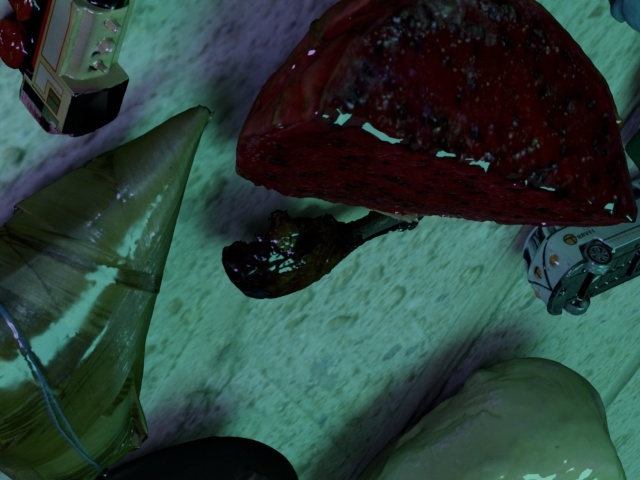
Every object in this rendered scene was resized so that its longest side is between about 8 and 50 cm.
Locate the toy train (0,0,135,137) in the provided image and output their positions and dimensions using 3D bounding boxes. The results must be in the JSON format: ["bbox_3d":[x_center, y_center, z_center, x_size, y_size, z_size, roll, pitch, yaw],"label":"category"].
[{"bbox_3d":[-0.142,-0.129,0.972,0.050,0.087,0.138,-20,147,-38],"label":"toy train"}]

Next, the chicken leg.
[{"bbox_3d":[0.000,0.000,1.338,0.106,0.051,0.253,-35,171,33],"label":"chicken leg"}]

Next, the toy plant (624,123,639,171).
[{"bbox_3d":[0.398,-0.135,1.570,0.243,0.112,0.232,-26,154,-12],"label":"toy plant"}]

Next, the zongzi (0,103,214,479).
[{"bbox_3d":[-0.147,0.049,1.191,0.274,0.125,0.251,-42,151,-7],"label":"zongzi"}]

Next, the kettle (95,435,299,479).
[{"bbox_3d":[-0.128,0.286,1.473,0.271,0.207,0.250,-37,146,-22],"label":"kettle"}]

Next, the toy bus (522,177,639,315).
[{"bbox_3d":[0.280,0.001,1.649,0.194,0.089,0.087,-21,148,-30],"label":"toy bus"}]

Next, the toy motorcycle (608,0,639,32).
[{"bbox_3d":[0.287,-0.198,1.266,0.296,0.198,0.109,-4,131,-49],"label":"toy motorcycle"}]

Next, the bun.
[{"bbox_3d":[0.167,0.277,1.794,0.361,0.213,0.361,-16,133,-17],"label":"bun"}]

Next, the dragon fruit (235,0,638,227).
[{"bbox_3d":[0.057,-0.105,1.205,0.317,0.152,0.205,14,165,-39],"label":"dragon fruit"}]
